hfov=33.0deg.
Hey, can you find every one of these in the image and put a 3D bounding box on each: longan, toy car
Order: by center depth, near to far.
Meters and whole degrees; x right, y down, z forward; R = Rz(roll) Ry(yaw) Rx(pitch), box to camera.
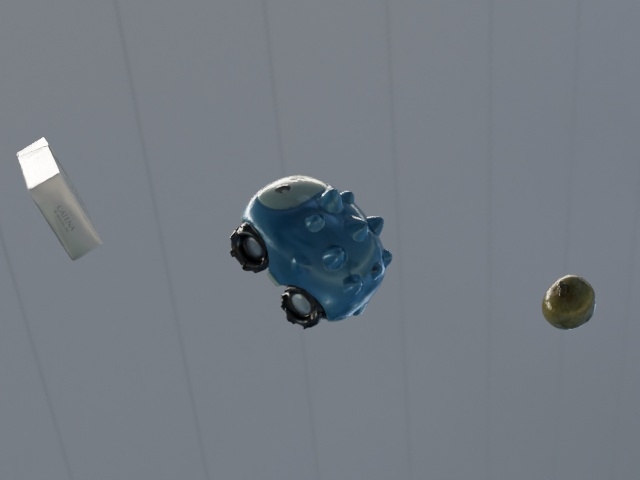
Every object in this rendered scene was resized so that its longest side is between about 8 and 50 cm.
[{"bbox_3d":[0.324,0.079,1.420,0.075,0.075,0.083,-48,-45,-8],"label":"longan"},{"bbox_3d":[0.000,0.000,1.700,0.188,0.255,0.190,-33,-10,-46],"label":"toy car"}]

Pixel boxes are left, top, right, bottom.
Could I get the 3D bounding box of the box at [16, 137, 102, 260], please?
[{"bbox_3d":[-0.261,-0.043,1.071,0.040,0.154,0.084,-33,-65,-6],"label":"box"}]
